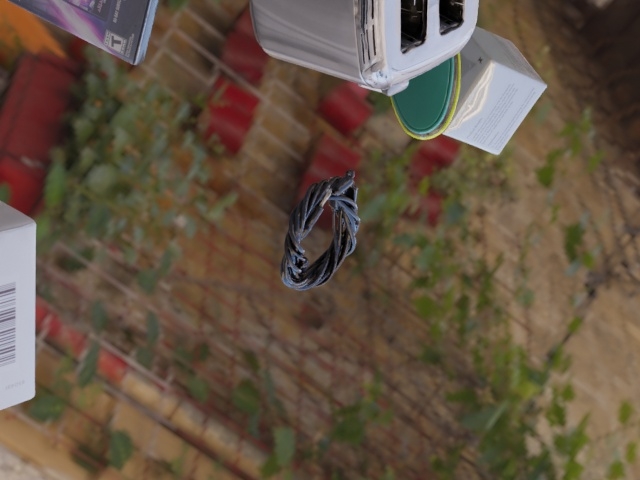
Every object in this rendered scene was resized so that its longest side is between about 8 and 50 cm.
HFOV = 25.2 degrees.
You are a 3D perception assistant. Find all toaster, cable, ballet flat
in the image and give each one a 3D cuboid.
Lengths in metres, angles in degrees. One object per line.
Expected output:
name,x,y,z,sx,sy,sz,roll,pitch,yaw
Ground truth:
toaster,0.031,-0.219,1.047,0.129,0.227,0.146,-28,-138,-34
cable,0.000,0.000,1.898,0.150,0.047,0.184,-42,151,-44
ballet flat,0.104,-0.210,1.452,0.077,0.077,0.231,-14,-102,19

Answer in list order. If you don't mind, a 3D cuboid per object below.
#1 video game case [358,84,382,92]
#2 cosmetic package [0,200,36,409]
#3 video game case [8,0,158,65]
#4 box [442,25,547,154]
video game case,0.145,-0.305,2.288,0.019,0.143,0.157,30,-74,65
cosmetic package,-0.526,0.021,1.672,0.453,0.161,0.230,25,-60,40
video game case,-0.317,-0.364,1.793,0.026,0.274,0.196,-38,151,-56
box,0.175,-0.171,1.591,0.101,0.087,0.102,-57,-145,24
